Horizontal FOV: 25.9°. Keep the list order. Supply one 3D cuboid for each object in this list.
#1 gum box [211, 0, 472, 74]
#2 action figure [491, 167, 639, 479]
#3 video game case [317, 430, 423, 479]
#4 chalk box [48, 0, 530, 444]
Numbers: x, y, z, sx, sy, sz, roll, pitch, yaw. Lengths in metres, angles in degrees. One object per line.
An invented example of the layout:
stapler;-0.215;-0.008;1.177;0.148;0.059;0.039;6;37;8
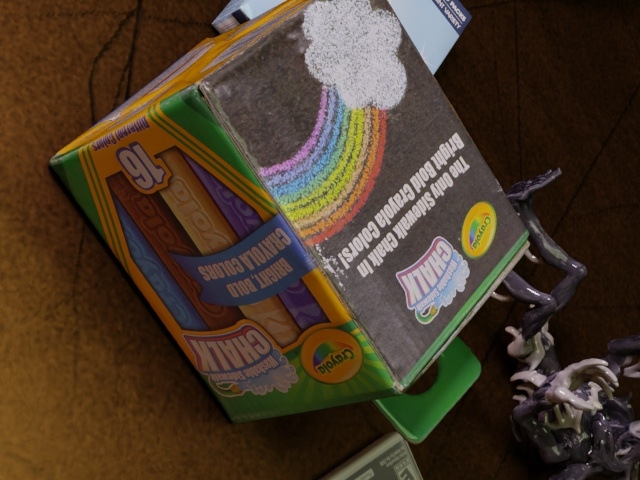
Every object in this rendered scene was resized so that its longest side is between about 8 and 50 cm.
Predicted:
gum box;0.022;-0.170;1.076;0.157;0.041;0.184;47;55;-20
action figure;0.207;0.091;1.100;0.164;0.141;0.276;-38;100;-43
video game case;0.026;0.253;0.983;0.190;0.022;0.173;-28;97;-41
chalk box;0.000;0.000;0.927;0.180;0.179;0.289;-43;108;-39
